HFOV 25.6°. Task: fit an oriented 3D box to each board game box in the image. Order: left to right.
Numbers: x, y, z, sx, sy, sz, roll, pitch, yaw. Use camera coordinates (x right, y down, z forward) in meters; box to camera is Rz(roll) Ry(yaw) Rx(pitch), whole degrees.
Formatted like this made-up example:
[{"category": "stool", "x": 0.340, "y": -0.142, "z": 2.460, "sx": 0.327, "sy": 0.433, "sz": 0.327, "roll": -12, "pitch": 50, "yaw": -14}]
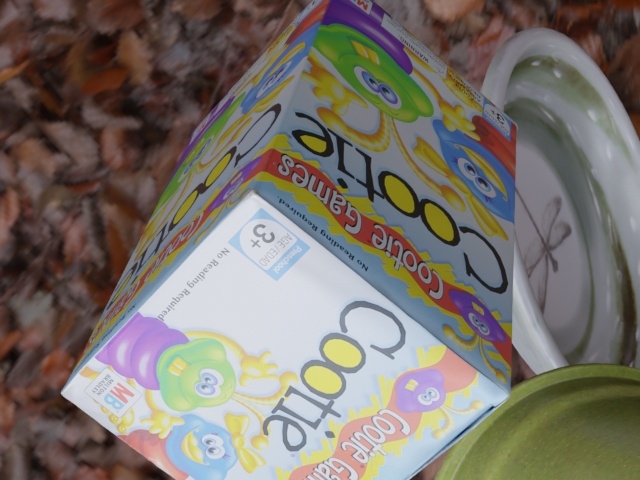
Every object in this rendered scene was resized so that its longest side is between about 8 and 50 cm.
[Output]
[{"category": "board game box", "x": 0.000, "y": 0.000, "z": 0.713, "sx": 0.142, "sy": 0.275, "sz": 0.144, "roll": 39, "pitch": 117, "yaw": -13}]

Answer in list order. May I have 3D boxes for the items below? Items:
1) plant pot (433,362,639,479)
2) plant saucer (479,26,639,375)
[{"category": "plant pot", "x": 0.229, "y": 0.213, "z": 0.895, "sx": 0.276, "sy": 0.254, "sz": 0.276, "roll": 1, "pitch": 83, "yaw": -12}, {"category": "plant saucer", "x": 0.231, "y": -0.009, "z": 1.403, "sx": 0.101, "sy": 0.400, "sz": 0.400, "roll": -15, "pitch": 109, "yaw": 32}]
